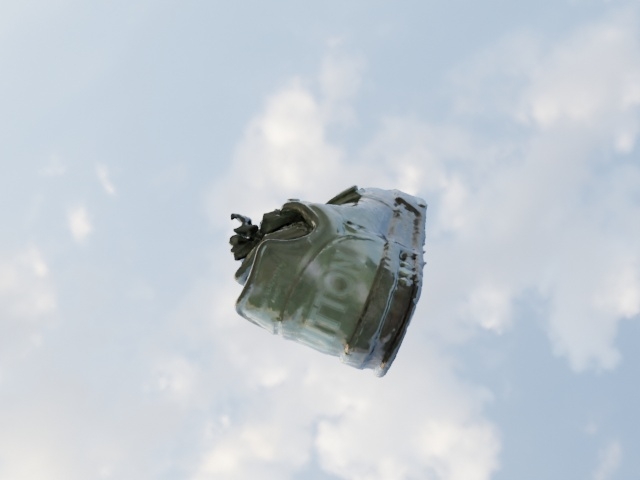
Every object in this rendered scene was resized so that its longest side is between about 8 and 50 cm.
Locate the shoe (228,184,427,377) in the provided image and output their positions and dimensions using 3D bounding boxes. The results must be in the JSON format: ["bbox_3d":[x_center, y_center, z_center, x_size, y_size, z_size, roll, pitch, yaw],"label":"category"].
[{"bbox_3d":[-0.002,0.002,1.044,0.293,0.149,0.109,-91,-155,-72],"label":"shoe"}]
